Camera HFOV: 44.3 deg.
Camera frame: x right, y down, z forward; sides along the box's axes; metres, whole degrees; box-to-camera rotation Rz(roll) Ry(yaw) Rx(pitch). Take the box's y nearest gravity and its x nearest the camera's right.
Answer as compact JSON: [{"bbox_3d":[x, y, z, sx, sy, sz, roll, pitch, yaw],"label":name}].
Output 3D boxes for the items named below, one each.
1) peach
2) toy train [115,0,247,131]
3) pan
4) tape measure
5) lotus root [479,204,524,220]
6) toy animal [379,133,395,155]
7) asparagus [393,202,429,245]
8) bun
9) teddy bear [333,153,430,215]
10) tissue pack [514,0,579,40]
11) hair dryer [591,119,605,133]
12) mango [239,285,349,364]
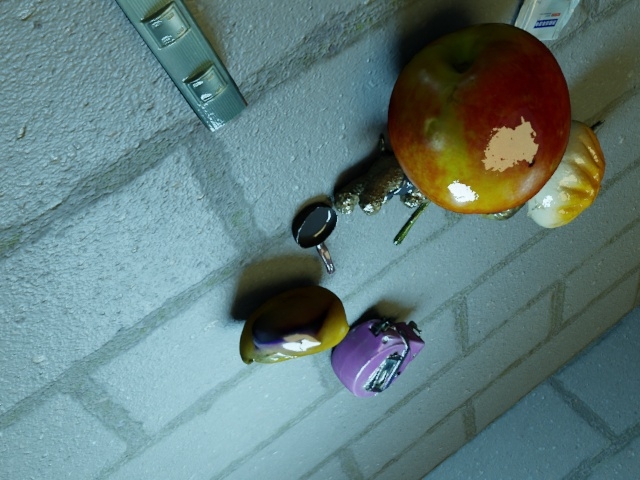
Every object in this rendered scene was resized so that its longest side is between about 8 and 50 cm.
[{"bbox_3d":[0.323,-0.231,1.584,0.388,0.388,0.388,-27,142,-23],"label":"peach"},{"bbox_3d":[-0.230,-0.322,1.186,0.086,0.089,0.409,-36,146,-2],"label":"toy train"},{"bbox_3d":[-0.002,-0.001,1.796,0.115,0.040,0.212,-34,138,-14],"label":"pan"},{"bbox_3d":[0.157,0.323,2.208,0.232,0.149,0.245,13,117,-52],"label":"tape measure"},{"bbox_3d":[0.486,-0.117,2.098,0.214,0.138,0.138,-10,135,-56],"label":"lotus root"},{"bbox_3d":[0.236,-0.218,1.800,0.253,0.070,0.079,-10,100,-23],"label":"toy animal"},{"bbox_3d":[0.256,-0.079,1.995,0.232,0.023,0.022,-56,-172,18],"label":"asparagus"},{"bbox_3d":[0.672,-0.167,2.109,0.299,0.165,0.298,-41,140,-47],"label":"bun"},{"bbox_3d":[0.162,-0.128,1.756,0.252,0.182,0.129,-9,101,-33],"label":"teddy bear"},{"bbox_3d":[0.509,-0.507,1.786,0.193,0.026,0.122,-15,137,-34],"label":"tissue pack"},{"bbox_3d":[0.787,-0.317,2.271,0.114,0.037,0.063,-41,145,-17],"label":"hair dryer"},{"bbox_3d":[-0.055,0.198,1.833,0.287,0.201,0.152,-20,121,-47],"label":"mango"}]
